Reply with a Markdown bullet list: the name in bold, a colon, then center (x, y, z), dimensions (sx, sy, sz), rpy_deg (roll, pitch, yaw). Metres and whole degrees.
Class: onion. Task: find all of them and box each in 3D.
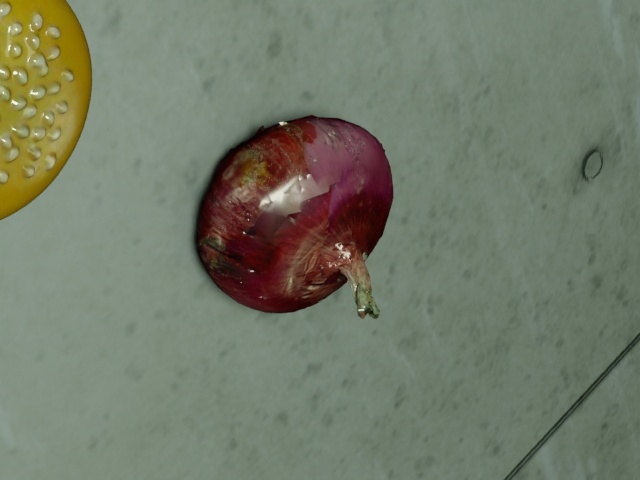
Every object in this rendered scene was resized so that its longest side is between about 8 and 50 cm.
- **onion**: center (0.000, 0.000, 1.036), dimensions (0.150, 0.140, 0.150), rpy_deg (-21, 134, -23)

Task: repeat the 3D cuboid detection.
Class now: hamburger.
- **hamburger**: center (-0.200, -0.085, 0.819), dimensions (0.162, 0.115, 0.162), rpy_deg (-19, 119, -39)
